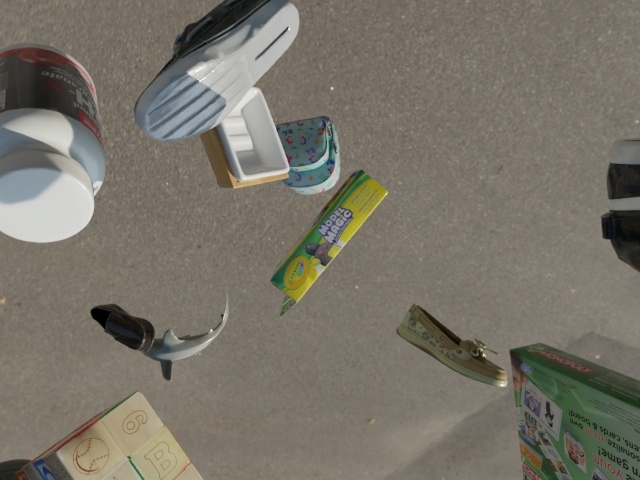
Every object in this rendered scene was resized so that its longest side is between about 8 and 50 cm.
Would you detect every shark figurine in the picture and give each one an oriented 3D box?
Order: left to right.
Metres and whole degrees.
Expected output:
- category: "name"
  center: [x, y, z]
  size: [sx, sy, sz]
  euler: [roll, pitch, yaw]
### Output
- category: "shark figurine"
  center: [-0.357, 0.253, 1.333]
  size: [0.278, 0.166, 0.116]
  euler: [-22, 130, -10]

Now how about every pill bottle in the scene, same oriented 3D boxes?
- category: "pill bottle"
  center: [-0.425, -0.150, 0.761]
  size: [0.176, 0.319, 0.176]
  euler: [-16, 139, -14]

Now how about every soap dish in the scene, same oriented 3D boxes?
- category: "soap dish"
  center: [-0.230, -0.291, 1.428]
  size: [0.118, 0.291, 0.229]
  euler: [-22, 179, 40]

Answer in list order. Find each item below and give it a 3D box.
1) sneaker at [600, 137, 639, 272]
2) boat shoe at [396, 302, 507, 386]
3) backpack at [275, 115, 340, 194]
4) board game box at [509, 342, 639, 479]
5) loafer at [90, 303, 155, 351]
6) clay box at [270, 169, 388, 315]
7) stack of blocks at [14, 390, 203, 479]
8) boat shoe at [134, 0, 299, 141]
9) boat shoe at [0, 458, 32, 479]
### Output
- category: "sneaker"
  center: [0.316, -0.008, 0.351]
  size: [0.079, 0.217, 0.121]
  euler: [-15, 110, -34]
- category: "boat shoe"
  center: [0.308, 0.243, 1.171]
  size: [0.104, 0.285, 0.089]
  euler: [24, 92, -54]
- category: "backpack"
  center: [-0.044, -0.292, 1.731]
  size: [0.225, 0.254, 0.191]
  euler: [-6, 175, 10]
- category: "board game box"
  center: [0.281, 0.232, 0.422]
  size: [0.046, 0.317, 0.214]
  euler: [-10, 96, -13]
- category: "loafer"
  center: [-0.512, 0.224, 1.280]
  size: [0.078, 0.220, 0.080]
  euler: [19, 88, -59]
- category: "clay box"
  center: [0.000, 0.000, 0.719]
  size: [0.053, 0.127, 0.222]
  euler: [40, 94, -5]
- category: "stack of blocks"
  center: [-0.161, 0.312, 0.495]
  size: [0.171, 0.297, 0.087]
  euler: [-35, 179, 42]
- category: "boat shoe"
  center: [-0.177, -0.284, 0.804]
  size: [0.335, 0.119, 0.121]
  euler: [-47, 156, -25]
- category: "boat shoe"
  center: [-0.363, 0.335, 0.451]
  size: [0.118, 0.320, 0.103]
  euler: [38, 111, -7]
